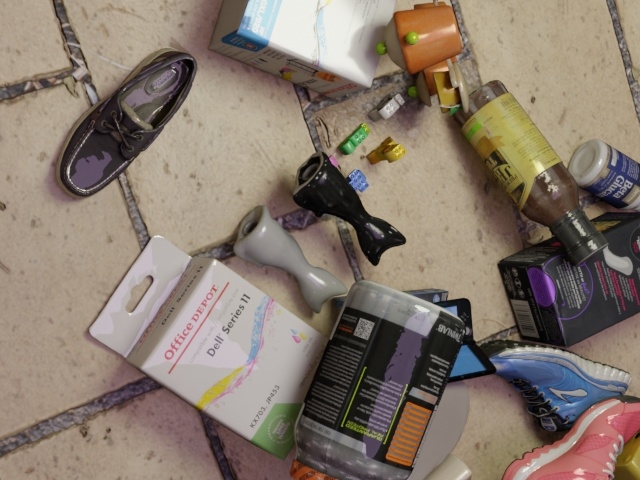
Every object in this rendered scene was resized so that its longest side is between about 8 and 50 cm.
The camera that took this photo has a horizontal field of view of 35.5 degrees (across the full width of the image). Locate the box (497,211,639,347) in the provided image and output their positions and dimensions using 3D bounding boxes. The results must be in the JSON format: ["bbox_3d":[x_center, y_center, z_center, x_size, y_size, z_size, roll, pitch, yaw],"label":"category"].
[{"bbox_3d":[0.489,0.066,1.825,0.270,0.143,0.165,-21,99,-20],"label":"box"}]

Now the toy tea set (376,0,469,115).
[{"bbox_3d":[0.157,-0.301,1.603,0.124,0.336,0.200,-14,59,7],"label":"toy tea set"}]

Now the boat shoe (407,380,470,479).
[{"bbox_3d":[0.104,0.356,1.677,0.340,0.158,0.127,-50,117,-25],"label":"boat shoe"}]

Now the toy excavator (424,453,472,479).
[{"bbox_3d":[0.373,0.611,1.730,0.222,0.433,0.445,-36,132,-13],"label":"toy excavator"}]

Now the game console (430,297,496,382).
[{"bbox_3d":[0.213,0.168,1.682,0.144,0.085,0.124,-7,95,-25],"label":"game console"}]

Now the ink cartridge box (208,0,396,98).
[{"bbox_3d":[-0.027,-0.348,1.584,0.233,0.171,0.168,19,85,-21],"label":"ink cartridge box"}]

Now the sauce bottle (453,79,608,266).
[{"bbox_3d":[0.364,-0.114,1.719,0.111,0.111,0.344,-29,76,-19],"label":"sauce bottle"}]

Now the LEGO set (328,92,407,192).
[{"bbox_3d":[0.084,-0.149,1.679,0.227,0.093,0.087,-45,107,-15],"label":"LEGO set"}]

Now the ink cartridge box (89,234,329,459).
[{"bbox_3d":[-0.158,0.164,1.574,0.353,0.119,0.207,36,78,-20],"label":"ink cartridge box"}]

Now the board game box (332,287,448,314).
[{"bbox_3d":[0.109,0.164,1.717,0.194,0.060,0.194,11,87,-22],"label":"board game box"}]

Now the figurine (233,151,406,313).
[{"bbox_3d":[0.000,0.000,1.626,0.215,0.092,0.209,-41,113,15],"label":"figurine"}]

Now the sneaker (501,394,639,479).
[{"bbox_3d":[0.472,0.397,1.754,0.314,0.136,0.116,-31,135,-14],"label":"sneaker"}]

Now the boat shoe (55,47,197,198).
[{"bbox_3d":[-0.292,-0.184,1.523,0.103,0.092,0.285,45,76,-17],"label":"boat shoe"}]

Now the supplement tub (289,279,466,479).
[{"bbox_3d":[0.081,0.235,1.516,0.193,0.193,0.316,26,83,-21],"label":"supplement tub"}]

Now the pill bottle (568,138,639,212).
[{"bbox_3d":[0.556,-0.113,1.874,0.169,0.094,0.094,26,82,-21],"label":"pill bottle"}]

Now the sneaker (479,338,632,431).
[{"bbox_3d":[0.418,0.270,1.813,0.330,0.130,0.147,19,82,-22],"label":"sneaker"}]

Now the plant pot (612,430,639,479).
[{"bbox_3d":[0.622,0.425,1.857,0.187,0.212,0.212,43,65,-5],"label":"plant pot"}]
